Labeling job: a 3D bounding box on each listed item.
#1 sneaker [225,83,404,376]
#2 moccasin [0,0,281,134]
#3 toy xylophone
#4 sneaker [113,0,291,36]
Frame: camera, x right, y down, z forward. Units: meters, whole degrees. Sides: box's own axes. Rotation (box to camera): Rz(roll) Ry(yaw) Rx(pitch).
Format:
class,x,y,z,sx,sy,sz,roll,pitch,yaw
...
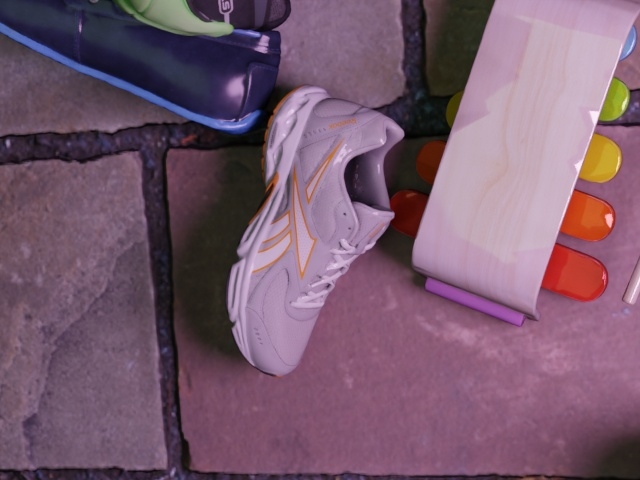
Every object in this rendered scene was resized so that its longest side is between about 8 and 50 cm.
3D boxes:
class,x,y,z,sx,sy,sz,roll,pitch,yaw
sneaker,0.000,0.000,1.441,0.121,0.099,0.262,16,99,30
moccasin,-0.193,-0.209,1.500,0.342,0.138,0.117,24,97,1
toy xylophone,0.201,-0.071,1.390,0.236,0.081,0.322,29,102,15
sneaker,-0.046,-0.403,1.421,0.202,0.185,0.482,18,89,-26
